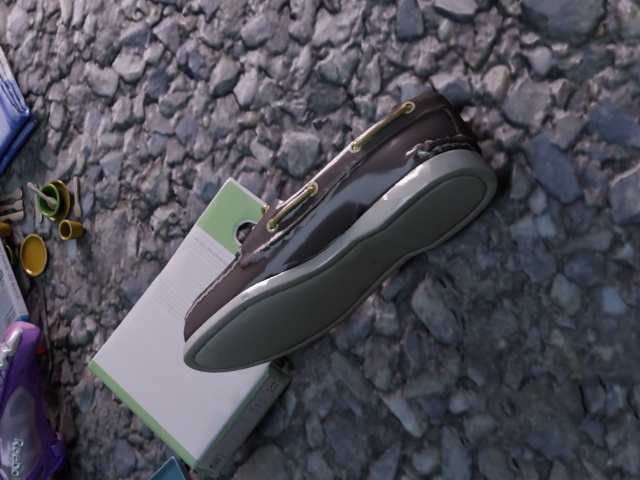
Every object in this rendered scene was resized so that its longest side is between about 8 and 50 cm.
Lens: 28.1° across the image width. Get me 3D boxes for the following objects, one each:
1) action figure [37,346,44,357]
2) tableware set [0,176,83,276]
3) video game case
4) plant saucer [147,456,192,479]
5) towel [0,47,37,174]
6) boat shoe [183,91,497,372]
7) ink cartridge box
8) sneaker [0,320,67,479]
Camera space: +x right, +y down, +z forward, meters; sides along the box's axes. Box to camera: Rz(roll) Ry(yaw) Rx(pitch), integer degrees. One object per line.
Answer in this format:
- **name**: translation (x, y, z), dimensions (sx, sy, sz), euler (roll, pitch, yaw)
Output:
- **action figure**: translation (-0.354, 0.154, 1.453), dimensions (0.038, 0.030, 0.115), euler (50, 121, 22)
- **tableware set**: translation (-0.321, -0.012, 1.425), dimensions (0.154, 0.024, 0.104), euler (-8, 85, 39)
- **video game case**: translation (-0.383, 0.043, 1.465), dimensions (0.119, 0.015, 0.166), euler (-47, 61, 47)
- **plant saucer**: translation (-0.117, 0.311, 1.263), dimensions (0.067, 0.018, 0.192), euler (-45, 64, 30)
- **towel**: translation (-0.446, -0.184, 1.522), dimensions (0.209, 0.034, 0.285), euler (-45, 63, 31)
- **boat shoe**: translation (0.000, 0.000, 1.093), dimensions (0.324, 0.116, 0.097), euler (-38, 57, 24)
- **ink cartridge box**: translation (-0.094, 0.081, 1.221), dimensions (0.171, 0.056, 0.235), euler (37, 89, 33)
- **sneaker**: translation (-0.322, 0.207, 1.386), dimensions (0.095, 0.104, 0.236), euler (-151, 72, -79)
